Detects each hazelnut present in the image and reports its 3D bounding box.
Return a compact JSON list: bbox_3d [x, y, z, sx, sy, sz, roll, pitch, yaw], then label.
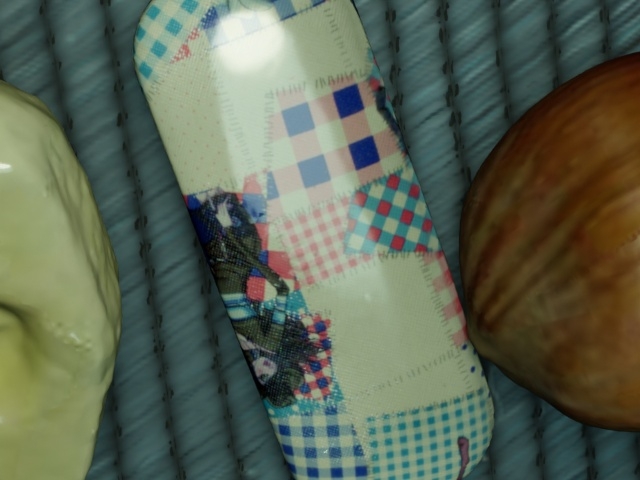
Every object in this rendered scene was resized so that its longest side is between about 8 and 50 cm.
[{"bbox_3d":[0.185,0.008,0.967,0.186,0.210,0.210,1,106,-44],"label":"hazelnut"}]

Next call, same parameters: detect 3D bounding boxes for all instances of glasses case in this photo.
[{"bbox_3d":[0.000,0.000,0.978,0.125,0.076,0.327,-21,106,0],"label":"glasses case"}]

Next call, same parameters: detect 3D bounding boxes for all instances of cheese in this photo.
[{"bbox_3d":[-0.250,0.045,0.893,0.318,0.115,0.326,-25,122,8],"label":"cheese"}]
